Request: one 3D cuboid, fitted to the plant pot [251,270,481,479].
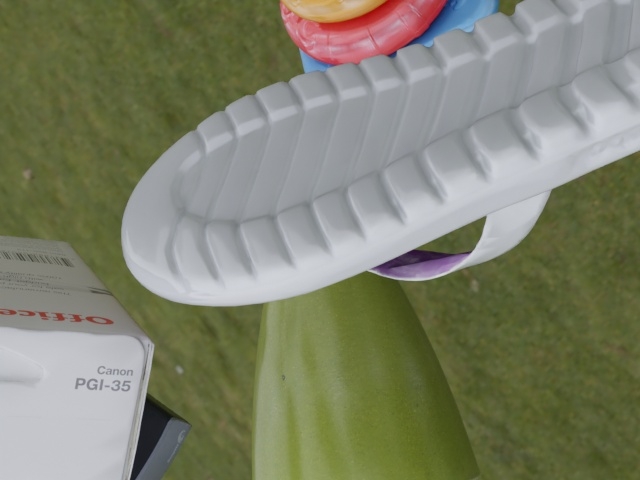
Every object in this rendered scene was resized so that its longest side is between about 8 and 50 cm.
[{"bbox_3d":[0.029,0.163,1.452,0.275,0.275,0.293,-24,75,62],"label":"plant pot"}]

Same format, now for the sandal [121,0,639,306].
[{"bbox_3d":[0.069,-0.039,0.711,0.416,0.169,0.102,-18,133,21],"label":"sandal"}]

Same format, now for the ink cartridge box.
[{"bbox_3d":[-0.262,0.076,0.874,0.283,0.207,0.117,-149,68,-64],"label":"ink cartridge box"}]

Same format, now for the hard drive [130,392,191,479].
[{"bbox_3d":[-0.274,0.253,1.274,0.172,0.254,0.054,35,164,8],"label":"hard drive"}]

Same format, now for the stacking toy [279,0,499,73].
[{"bbox_3d":[-0.013,-0.250,0.876,0.302,0.175,0.166,35,-144,-49],"label":"stacking toy"}]
